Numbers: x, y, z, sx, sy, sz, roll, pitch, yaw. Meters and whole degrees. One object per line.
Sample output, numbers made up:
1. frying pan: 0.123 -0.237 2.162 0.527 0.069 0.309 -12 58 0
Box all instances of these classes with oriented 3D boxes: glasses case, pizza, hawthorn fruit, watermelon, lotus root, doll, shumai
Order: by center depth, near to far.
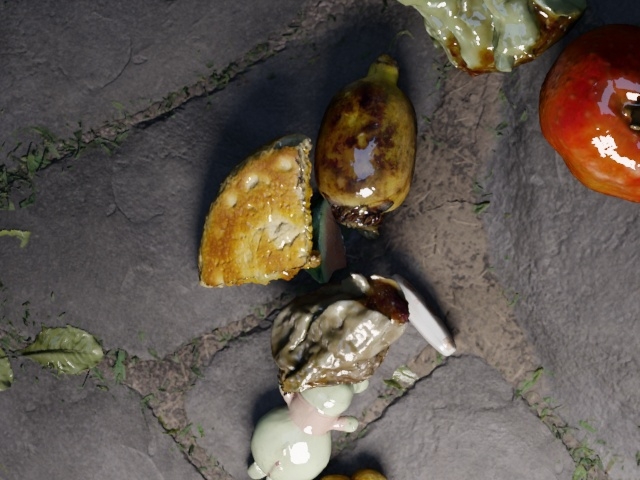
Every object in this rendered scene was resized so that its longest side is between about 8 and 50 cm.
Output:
1. hawthorn fruit: 0.469 -0.188 1.537 0.287 0.330 0.287 3 101 14
2. shumai: 0.246 -0.420 1.608 0.397 0.324 0.323 -24 99 14
3. shumai: 0.028 0.124 1.647 0.218 0.185 0.184 -10 46 -17
4. lotus root: 0.076 -0.159 1.701 0.169 0.141 0.314 7 88 14
5. glasses case: 0.170 0.125 1.717 0.041 0.063 0.164 -41 82 10
6. doll: -0.033 0.313 1.724 0.155 0.113 0.275 36 95 4
7. pizza: -0.088 -0.022 1.730 0.226 0.086 0.335 40 113 17
8. watermelon: -0.007 -0.006 1.765 0.101 0.080 0.155 -3 91 46

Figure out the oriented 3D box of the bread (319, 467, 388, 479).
1. bread: -0.039 0.477 1.724 0.344 0.084 0.124 -20 109 10
